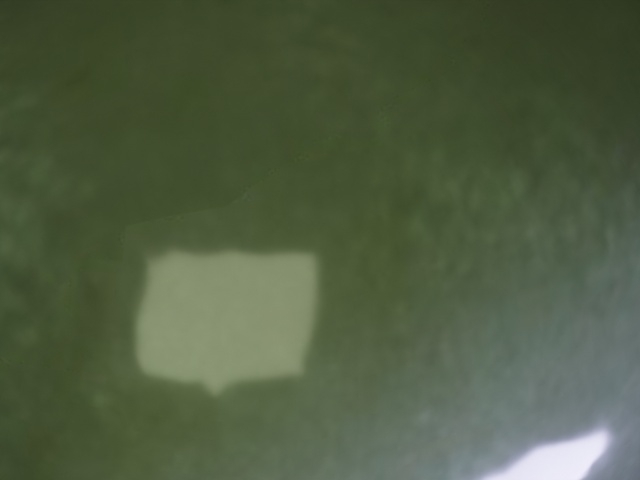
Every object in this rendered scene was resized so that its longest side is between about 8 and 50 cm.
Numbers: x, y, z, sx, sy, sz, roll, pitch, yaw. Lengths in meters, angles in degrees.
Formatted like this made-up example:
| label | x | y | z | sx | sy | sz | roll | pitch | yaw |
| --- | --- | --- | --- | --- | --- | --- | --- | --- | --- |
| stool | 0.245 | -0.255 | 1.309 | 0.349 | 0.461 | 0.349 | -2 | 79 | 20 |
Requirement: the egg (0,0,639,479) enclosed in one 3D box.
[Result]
| label | x | y | z | sx | sy | sz | roll | pitch | yaw |
| --- | --- | --- | --- | --- | --- | --- | --- | --- | --- |
| egg | 0.000 | 0.000 | 0.512 | 0.352 | 0.258 | 0.258 | -19 | 109 | -39 |
